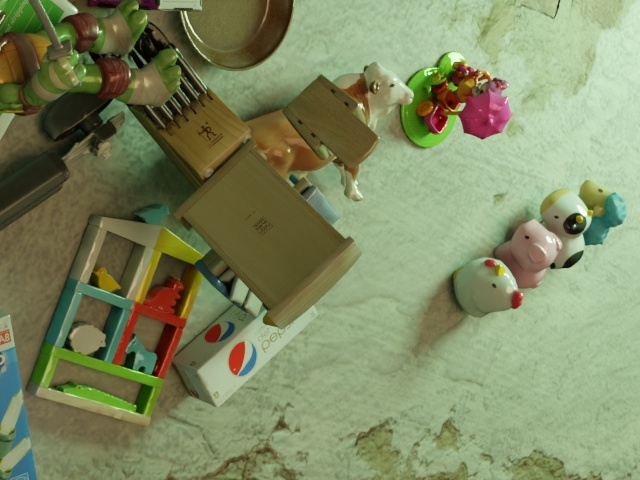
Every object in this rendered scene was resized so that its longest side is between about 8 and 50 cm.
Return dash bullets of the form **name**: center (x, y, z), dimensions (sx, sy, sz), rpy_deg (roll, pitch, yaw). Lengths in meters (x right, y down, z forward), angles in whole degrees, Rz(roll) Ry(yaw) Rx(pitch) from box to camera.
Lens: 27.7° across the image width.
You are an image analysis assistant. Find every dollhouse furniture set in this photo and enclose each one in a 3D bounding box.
- **dollhouse furniture set**: center (0.000, 0.000, 1.696), dimensions (0.286, 0.198, 0.303), rpy_deg (-43, 156, -3)

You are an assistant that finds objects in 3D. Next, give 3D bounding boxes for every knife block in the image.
- **knife block**: center (-0.187, -0.167, 1.686), dimensions (0.088, 0.242, 0.275), rpy_deg (-41, 161, -7)

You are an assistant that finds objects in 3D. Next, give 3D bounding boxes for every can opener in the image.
- **can opener**: center (-0.354, -0.091, 1.616), dimensions (0.093, 0.074, 0.280), rpy_deg (47, 62, -1)

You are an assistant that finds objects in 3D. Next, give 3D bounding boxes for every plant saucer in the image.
- **plant saucer**: center (-0.121, -0.332, 1.778), dimensions (0.199, 0.036, 0.198), rpy_deg (-11, 106, -40)

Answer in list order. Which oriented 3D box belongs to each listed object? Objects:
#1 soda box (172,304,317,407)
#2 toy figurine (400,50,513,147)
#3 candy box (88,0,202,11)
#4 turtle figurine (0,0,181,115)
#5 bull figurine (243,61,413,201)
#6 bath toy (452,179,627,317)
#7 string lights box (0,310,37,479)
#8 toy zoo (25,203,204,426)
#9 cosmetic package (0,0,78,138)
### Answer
- **soda box**: center (-0.108, 0.139, 1.873), dimensions (0.216, 0.069, 0.074), rpy_deg (-42, 124, -28)
- **toy figurine**: center (0.237, -0.219, 2.038), dimensions (0.173, 0.159, 0.130), rpy_deg (-56, 129, -18)
- **candy box**: center (-0.217, -0.401, 1.596), dimensions (0.071, 0.159, 0.233), rpy_deg (-7, 103, -42)
- **turtle figurine**: center (-0.274, -0.228, 1.354), dimensions (0.266, 0.198, 0.274), rpy_deg (-7, 109, -45)
- **bull figurine**: center (-0.002, -0.139, 1.876), dimensions (0.310, 0.101, 0.188), rpy_deg (-21, 115, -25)
- **bath toy**: center (0.377, 0.018, 2.237), dimensions (0.348, 0.129, 0.151), rpy_deg (-32, 119, -32)
- **string lights box**: center (-0.436, 0.222, 1.595), dimensions (0.133, 0.077, 0.259), rpy_deg (-18, 111, -36)
- **toy zoo**: center (-0.261, 0.090, 1.751), dimensions (0.192, 0.030, 0.293), rpy_deg (25, 83, -42)
- **cosmetic package**: center (-0.474, -0.282, 1.399), dimensions (0.365, 0.155, 0.197), rpy_deg (37, 76, -41)
